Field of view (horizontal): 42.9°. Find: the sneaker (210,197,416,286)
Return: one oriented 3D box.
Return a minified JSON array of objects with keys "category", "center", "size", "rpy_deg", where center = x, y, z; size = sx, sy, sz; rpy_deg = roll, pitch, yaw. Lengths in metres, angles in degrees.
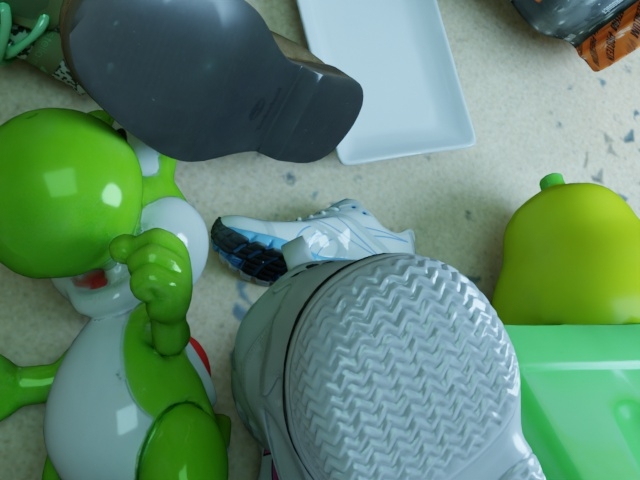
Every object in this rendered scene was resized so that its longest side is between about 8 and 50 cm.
[{"category":"sneaker","center":[0.000,0.000,0.676],"size":[0.191,0.071,0.083],"rpy_deg":[16,65,-26]}]

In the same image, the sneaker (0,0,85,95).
[{"category":"sneaker","center":[-0.231,-0.189,0.598],"size":[0.410,0.158,0.182],"rpy_deg":[-20,102,-20]}]

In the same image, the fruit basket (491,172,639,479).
[{"category":"fruit basket","center":[0.233,0.136,0.663],"size":[0.392,0.283,0.392],"rpy_deg":[11,31,-7]}]

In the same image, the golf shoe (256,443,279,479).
[{"category":"golf shoe","center":[-0.020,0.144,0.635],"size":[0.086,0.067,0.186],"rpy_deg":[20,72,18]}]

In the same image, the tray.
[{"category":"tray","center":[0.045,-0.202,0.759],"size":[0.145,0.030,0.270],"rpy_deg":[-10,81,-22]}]

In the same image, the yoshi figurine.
[{"category":"yoshi figurine","center":[-0.152,0.067,0.529],"size":[0.204,0.203,0.362],"rpy_deg":[-3,75,-15]}]

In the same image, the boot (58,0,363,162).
[{"category":"boot","center":[-0.086,-0.128,0.580],"size":[0.115,0.305,0.112],"rpy_deg":[41,105,22]}]

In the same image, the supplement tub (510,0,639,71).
[{"category":"supplement tub","center":[0.227,-0.342,0.768],"size":[0.207,0.207,0.338],"rpy_deg":[-40,92,-25]}]

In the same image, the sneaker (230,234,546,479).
[{"category":"sneaker","center":[0.046,0.167,0.505],"size":[0.137,0.210,0.365],"rpy_deg":[-17,105,-14]}]
